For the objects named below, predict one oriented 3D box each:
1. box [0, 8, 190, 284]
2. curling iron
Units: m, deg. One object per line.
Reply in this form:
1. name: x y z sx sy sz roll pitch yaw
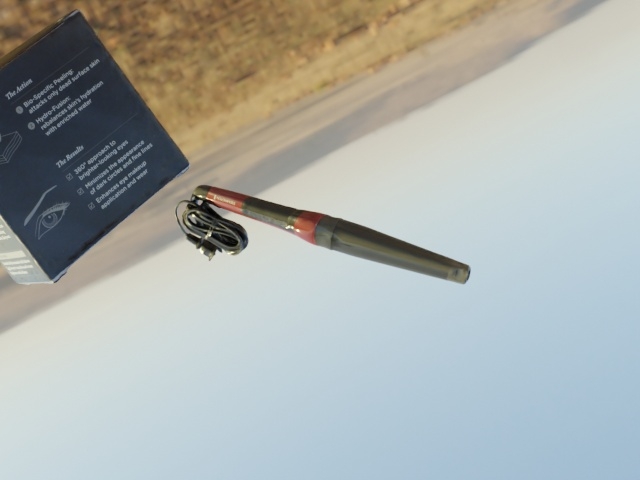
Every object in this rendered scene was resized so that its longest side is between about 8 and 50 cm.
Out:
1. box: -0.221 -0.073 1.013 0.156 0.158 0.093 -43 -161 -26
2. curling iron: 0.000 0.000 1.106 0.273 0.068 0.035 10 -142 17
